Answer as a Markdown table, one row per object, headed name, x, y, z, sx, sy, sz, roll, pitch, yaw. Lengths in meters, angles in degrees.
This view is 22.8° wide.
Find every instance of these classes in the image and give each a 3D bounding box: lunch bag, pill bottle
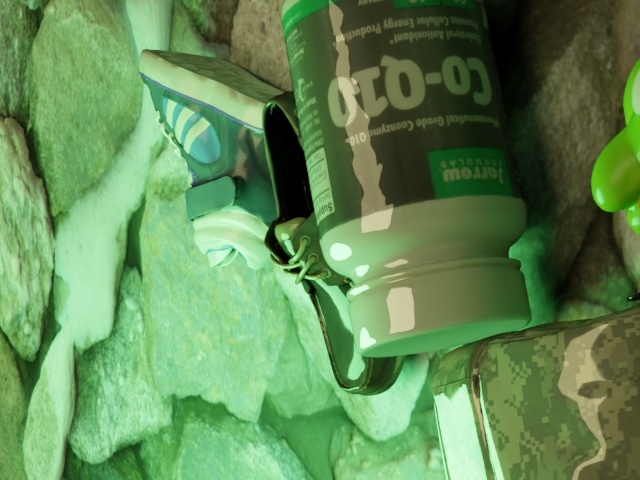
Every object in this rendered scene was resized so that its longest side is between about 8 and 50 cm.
| name | x | y | z | sx | sy | sz | roll | pitch | yaw |
| --- | --- | --- | --- | --- | --- | --- | --- | --- | --- |
| lunch bag | 0.244 | 0.205 | 1.295 | 0.256 | 0.213 | 0.305 | 145 | 119 | -69 |
| pill bottle | 0.088 | -0.079 | 1.549 | 0.204 | 0.204 | 0.361 | -26 | 71 | 54 |

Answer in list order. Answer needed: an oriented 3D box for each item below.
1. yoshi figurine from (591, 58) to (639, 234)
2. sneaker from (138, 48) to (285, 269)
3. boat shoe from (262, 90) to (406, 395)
| name | x | y | z | sx | sy | sz | roll | pitch | yaw |
| --- | --- | --- | --- | --- | --- | --- | --- | --- | --- |
| yoshi figurine | 0.333 | -0.165 | 1.180 | 0.362 | 0.203 | 0.203 | -52 | 56 | 29 |
| sneaker | -0.140 | -0.091 | 1.952 | 0.323 | 0.130 | 0.236 | 29 | 112 | 46 |
| boat shoe | 0.000 | 0.000 | 1.748 | 0.132 | 0.130 | 0.355 | -30 | 67 | 53 |
